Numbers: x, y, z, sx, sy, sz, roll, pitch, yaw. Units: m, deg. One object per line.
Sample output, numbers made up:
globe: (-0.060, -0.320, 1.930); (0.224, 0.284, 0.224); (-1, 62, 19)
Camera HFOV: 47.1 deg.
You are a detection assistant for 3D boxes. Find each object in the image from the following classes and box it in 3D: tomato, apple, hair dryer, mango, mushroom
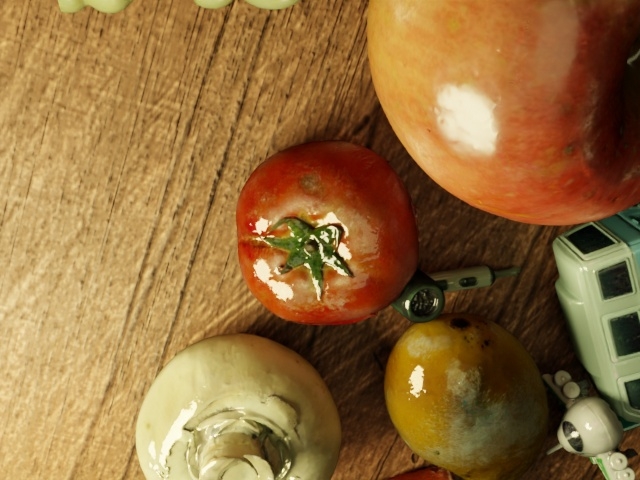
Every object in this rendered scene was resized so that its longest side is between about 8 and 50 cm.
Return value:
tomato: (0.000, -0.002, 0.815); (0.225, 0.085, 0.224); (1, 96, 10)
apple: (0.211, -0.207, 0.686); (0.364, 0.364, 0.363); (-3, 110, -7)
hair dryer: (0.169, 0.050, 0.905); (0.198, 0.100, 0.056); (-8, 111, -21)
mango: (0.195, 0.218, 0.933); (0.193, 0.146, 0.316); (-27, 121, 6)
mushroom: (-0.096, 0.232, 0.866); (0.246, 0.202, 0.245); (0, 100, -3)

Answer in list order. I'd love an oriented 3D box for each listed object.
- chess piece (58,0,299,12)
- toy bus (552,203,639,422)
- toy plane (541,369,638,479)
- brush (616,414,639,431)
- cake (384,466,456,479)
chess piece: (-0.124, -0.290, 0.717); (0.252, 0.144, 0.144); (0, 109, -13)
toy bus: (0.399, 0.101, 0.926); (0.165, 0.133, 0.271); (-20, 108, 4)
toy plane: (0.340, 0.248, 0.950); (0.080, 0.174, 0.173); (-27, 111, -5)
brush: (0.446, 0.243, 1.033); (0.194, 0.043, 0.032); (-25, 143, 8)
cake: (0.088, 0.440, 0.985); (0.262, 0.159, 0.158); (-20, 114, 1)
